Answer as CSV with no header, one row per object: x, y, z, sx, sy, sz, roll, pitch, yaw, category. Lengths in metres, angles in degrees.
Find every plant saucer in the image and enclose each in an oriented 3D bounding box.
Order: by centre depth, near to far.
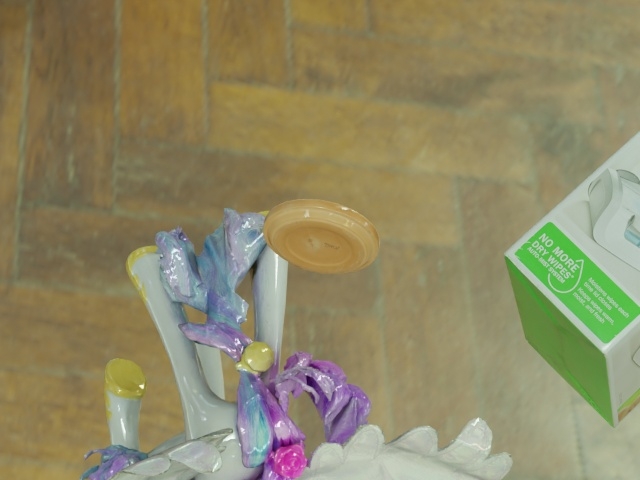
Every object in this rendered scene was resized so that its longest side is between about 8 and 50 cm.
0.000,0.000,1.215,0.084,0.083,0.013,15,57,-5,plant saucer

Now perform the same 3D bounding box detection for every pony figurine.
-0.065,0.161,1.306,0.303,0.351,0.363,6,55,-23,pony figurine

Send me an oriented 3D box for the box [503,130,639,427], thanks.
0.286,0.013,1.473,0.231,0.262,0.127,-41,69,-5,box
